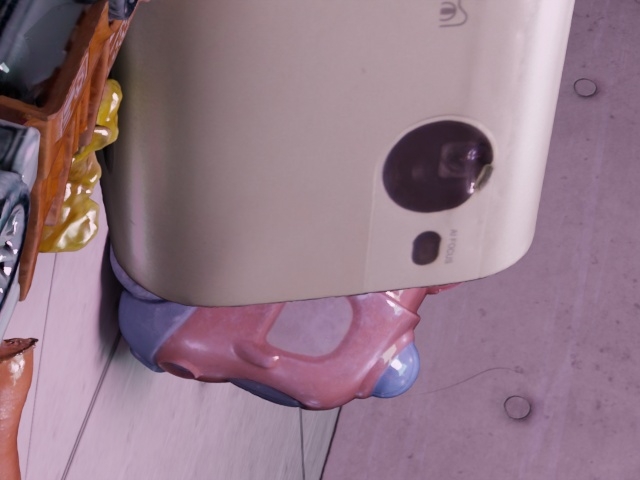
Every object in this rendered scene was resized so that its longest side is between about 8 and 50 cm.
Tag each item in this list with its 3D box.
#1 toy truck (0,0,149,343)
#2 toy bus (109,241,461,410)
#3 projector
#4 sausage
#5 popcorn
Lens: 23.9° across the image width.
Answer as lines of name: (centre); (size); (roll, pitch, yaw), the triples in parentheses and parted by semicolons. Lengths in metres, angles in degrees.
toy truck: (-0.145, -0.057, 0.562); (0.162, 0.136, 0.305); (105, 0, -52)
toy bus: (0.000, 0.000, 1.119); (0.294, 0.232, 0.197); (-58, 171, -1)
projector: (-0.004, -0.138, 0.844); (0.248, 0.248, 0.249); (-109, -162, -49)
sausage: (-0.180, 0.126, 0.847); (0.040, 0.047, 0.177); (-93, -173, -53)
popcorn: (-0.144, -0.050, 0.744); (0.097, 0.089, 0.109); (161, -62, -87)
